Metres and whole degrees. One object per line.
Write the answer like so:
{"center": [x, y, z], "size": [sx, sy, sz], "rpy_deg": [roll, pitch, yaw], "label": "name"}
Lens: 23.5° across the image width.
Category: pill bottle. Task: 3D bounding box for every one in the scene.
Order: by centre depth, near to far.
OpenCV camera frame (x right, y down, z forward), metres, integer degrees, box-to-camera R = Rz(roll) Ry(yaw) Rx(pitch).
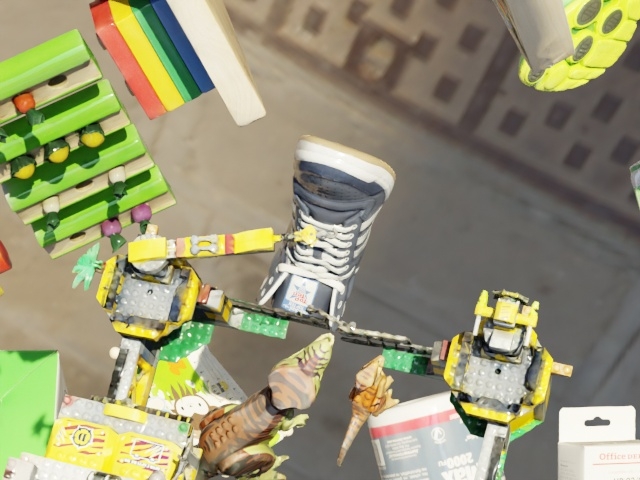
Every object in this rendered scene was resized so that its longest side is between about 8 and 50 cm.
{"center": [0.113, 0.227, 1.359], "size": [0.108, 0.108, 0.180], "rpy_deg": [-18, 84, 35], "label": "pill bottle"}

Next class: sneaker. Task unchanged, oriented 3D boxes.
{"center": [0.000, 0.000, 1.510], "size": [0.099, 0.153, 0.282], "rpy_deg": [21, 169, 4], "label": "sneaker"}
{"center": [0.329, -0.310, 1.851], "size": [0.109, 0.123, 0.296], "rpy_deg": [28, 94, -30], "label": "sneaker"}

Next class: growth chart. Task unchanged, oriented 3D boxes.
{"center": [-0.160, 0.205, 2.025], "size": [0.237, 0.172, 0.021], "rpy_deg": [48, 129, 5], "label": "growth chart"}

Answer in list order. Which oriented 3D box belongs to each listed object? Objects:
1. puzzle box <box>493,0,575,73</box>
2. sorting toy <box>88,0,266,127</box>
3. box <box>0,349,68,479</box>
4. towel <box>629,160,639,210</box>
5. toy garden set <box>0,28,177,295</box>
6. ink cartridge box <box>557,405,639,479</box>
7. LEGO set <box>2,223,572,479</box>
{"center": [0.145, -0.321, 1.446], "size": [0.052, 0.409, 0.272], "rpy_deg": [-29, 78, 8], "label": "puzzle box"}
{"center": [-0.155, -0.232, 1.149], "size": [0.089, 0.257, 0.255], "rpy_deg": [-26, 129, 4], "label": "sorting toy"}
{"center": [-0.344, 0.284, 1.676], "size": [0.126, 0.262, 0.231], "rpy_deg": [0, 150, -3], "label": "box"}
{"center": [0.544, -0.012, 2.082], "size": [0.038, 0.325, 0.248], "rpy_deg": [13, 146, -36], "label": "towel"}
{"center": [-0.220, -0.029, 1.092], "size": [0.203, 0.049, 0.244], "rpy_deg": [-24, 155, 0], "label": "toy garden set"}
{"center": [0.324, 0.278, 1.711], "size": [0.104, 0.181, 0.061], "rpy_deg": [1, 178, -21], "label": "ink cartridge box"}
{"center": [-0.022, 0.107, 0.850], "size": [0.331, 0.255, 0.192], "rpy_deg": [20, 165, 13], "label": "LEGO set"}
